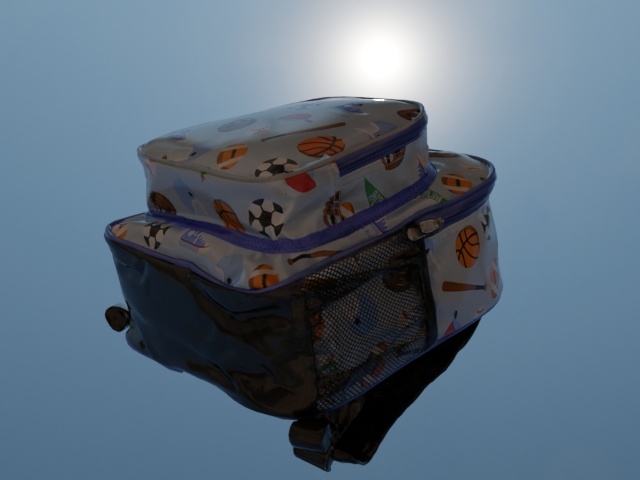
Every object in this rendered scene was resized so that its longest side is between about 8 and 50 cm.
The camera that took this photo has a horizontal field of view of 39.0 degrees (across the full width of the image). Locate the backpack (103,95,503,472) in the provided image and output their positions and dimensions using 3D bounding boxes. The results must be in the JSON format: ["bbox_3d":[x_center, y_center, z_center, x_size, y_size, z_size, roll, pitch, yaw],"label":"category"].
[{"bbox_3d":[0.000,0.000,0.680,0.263,0.213,0.276,-16,-155,-38],"label":"backpack"}]
